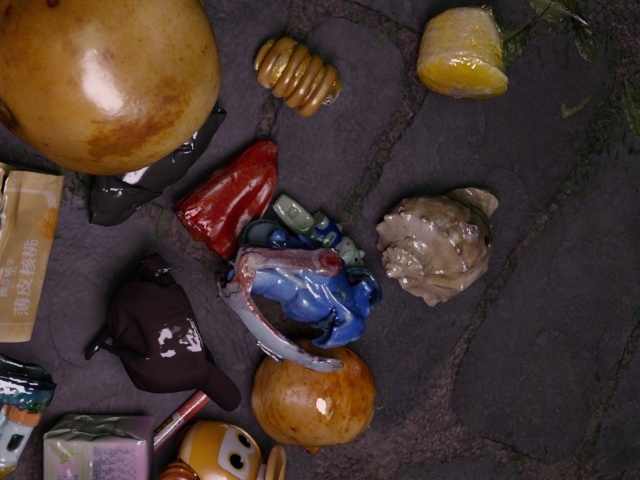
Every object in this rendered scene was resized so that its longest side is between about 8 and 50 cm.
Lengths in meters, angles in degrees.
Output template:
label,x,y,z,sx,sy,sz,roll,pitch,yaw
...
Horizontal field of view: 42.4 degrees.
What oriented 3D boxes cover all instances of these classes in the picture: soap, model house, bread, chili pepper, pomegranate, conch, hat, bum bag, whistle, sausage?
label,x,y,z,sx,sy,sz,roll,pitch,yaw
soap,-0.403,0.429,1.513,0.182,0.138,0.199,3,96,-2
model house,-0.625,0.323,1.422,0.253,0.184,0.291,22,93,-26
bread,-0.045,-0.321,1.607,0.177,0.084,0.119,32,84,-17
chili pepper,-0.154,-0.085,1.586,0.144,0.136,0.252,42,72,7
pomegranate,-0.351,-0.304,1.333,0.417,0.417,0.416,-3,98,-20
pomegranate,-0.014,0.305,1.617,0.248,0.248,0.248,-3,98,-20
conch,0.269,0.013,1.724,0.324,0.186,0.263,-26,123,-15
hat,-0.301,0.215,1.502,0.209,0.238,0.336,-32,116,-16
bum bag,-0.298,-0.140,1.512,0.326,0.142,0.080,-42,70,-10
whistle,0.000,0.000,1.656,0.244,0.092,0.110,46,73,-19
sausage,-0.301,0.375,1.620,0.253,0.034,0.034,-45,109,-11
bread,0.292,-0.374,1.677,0.197,0.197,0.170,8,87,-21

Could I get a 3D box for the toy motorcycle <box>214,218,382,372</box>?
label,x,y,z,sx,sy,sz,roll,pitch,yaw
toy motorcycle,-0.041,0.111,1.545,0.319,0.182,0.241,27,80,-17

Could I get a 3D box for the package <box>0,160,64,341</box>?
label,x,y,z,sx,sy,sz,roll,pitch,yaw
package,-0.571,0.017,1.405,0.221,0.165,0.311,14,92,-22

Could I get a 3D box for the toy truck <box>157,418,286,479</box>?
label,x,y,z,sx,sy,sz,roll,pitch,yaw
toy truck,-0.178,0.483,1.558,0.212,0.204,0.288,-2,109,7
